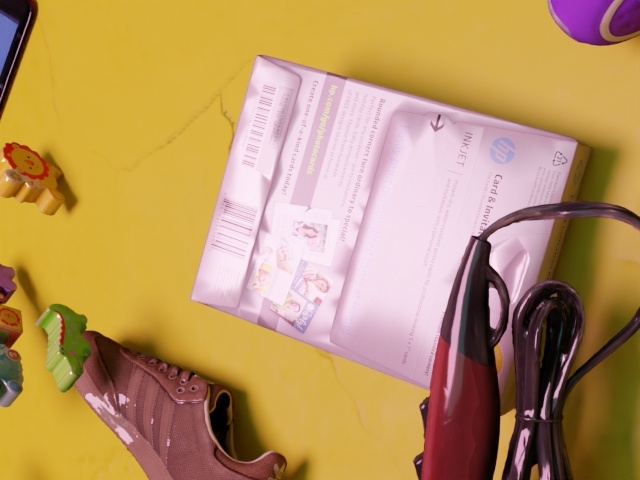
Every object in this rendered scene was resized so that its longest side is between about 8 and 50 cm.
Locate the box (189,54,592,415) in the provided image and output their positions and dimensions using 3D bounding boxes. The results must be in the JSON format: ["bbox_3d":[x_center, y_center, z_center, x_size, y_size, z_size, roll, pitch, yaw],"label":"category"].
[{"bbox_3d":[0.032,-0.007,0.605,0.186,0.038,0.145,18,97,25],"label":"box"}]

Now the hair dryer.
[{"bbox_3d":[0.068,0.133,0.555,0.294,0.080,0.223,-30,78,18],"label":"hair dryer"}]

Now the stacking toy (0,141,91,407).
[{"bbox_3d":[-0.230,0.059,0.774,0.167,0.052,0.221,-48,40,24],"label":"stacking toy"}]

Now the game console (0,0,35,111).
[{"bbox_3d":[-0.304,-0.145,0.870,0.144,0.124,0.085,-67,28,12],"label":"game console"}]

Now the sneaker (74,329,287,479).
[{"bbox_3d":[-0.090,0.108,0.708,0.071,0.066,0.188,-43,56,-4],"label":"sneaker"}]

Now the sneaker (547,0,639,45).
[{"bbox_3d":[0.228,-0.145,0.452,0.293,0.102,0.146,-35,67,30],"label":"sneaker"}]
